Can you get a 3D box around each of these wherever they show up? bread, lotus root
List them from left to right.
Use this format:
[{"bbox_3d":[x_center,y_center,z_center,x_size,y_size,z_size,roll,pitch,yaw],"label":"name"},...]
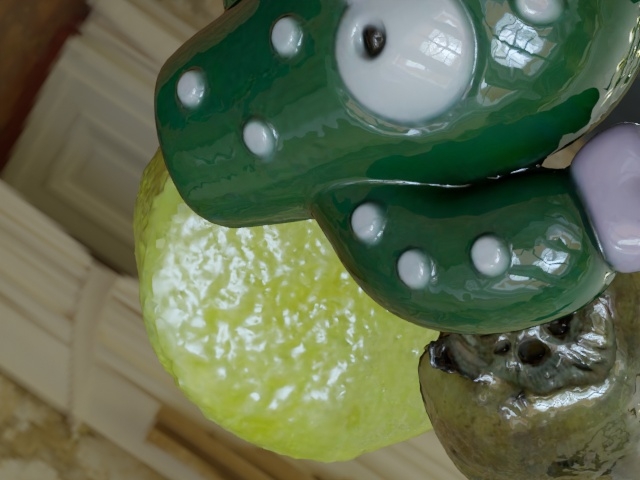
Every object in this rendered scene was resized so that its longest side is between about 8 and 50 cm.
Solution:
[{"bbox_3d":[0.000,0.000,1.365,0.348,0.348,0.308,-57,-164,6],"label":"bread"},{"bbox_3d":[0.146,0.079,0.842,0.275,0.160,0.152,31,56,-68],"label":"lotus root"}]

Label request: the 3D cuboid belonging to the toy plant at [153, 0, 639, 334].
[{"bbox_3d":[0.043,-0.083,0.603,0.112,0.243,0.232,7,93,-56],"label":"toy plant"}]
